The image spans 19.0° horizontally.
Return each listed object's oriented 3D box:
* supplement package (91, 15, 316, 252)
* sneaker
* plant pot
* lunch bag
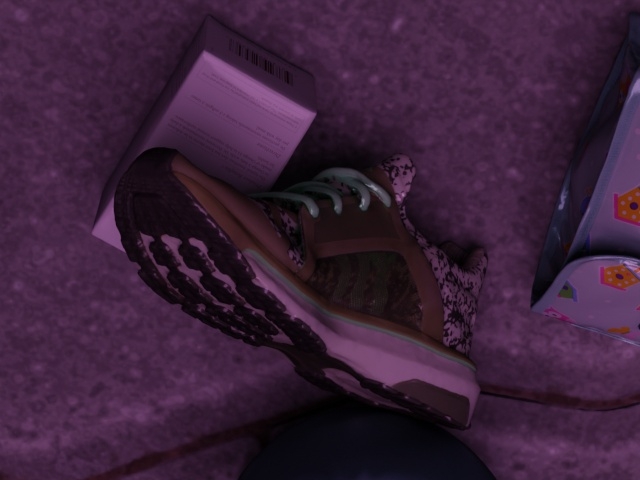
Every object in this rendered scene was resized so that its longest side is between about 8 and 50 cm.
[{"bbox_3d":[-0.092,-0.068,1.521,0.105,0.105,0.179,29,108,-13],"label":"supplement package"},{"bbox_3d":[0.000,0.000,1.478,0.410,0.158,0.182,36,69,-47],"label":"sneaker"},{"bbox_3d":[0.038,0.274,1.588,0.293,0.235,0.293,0,111,-1],"label":"plant pot"},{"bbox_3d":[0.304,-0.018,1.515,0.223,0.160,0.262,16,116,-4],"label":"lunch bag"}]
